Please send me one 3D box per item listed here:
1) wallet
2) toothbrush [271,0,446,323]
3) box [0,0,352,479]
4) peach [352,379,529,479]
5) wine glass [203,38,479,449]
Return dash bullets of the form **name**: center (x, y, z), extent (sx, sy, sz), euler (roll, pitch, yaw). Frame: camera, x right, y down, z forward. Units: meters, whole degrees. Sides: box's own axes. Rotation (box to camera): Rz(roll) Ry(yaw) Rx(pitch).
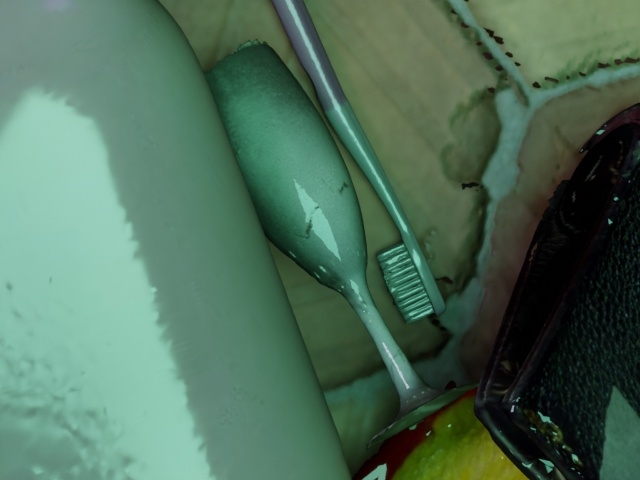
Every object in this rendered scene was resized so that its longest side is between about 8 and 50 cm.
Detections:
- **wallet**: center (0.184, 0.076, 0.832), extent (0.071, 0.262, 0.221), euler (-32, 106, 36)
- **toothbrush**: center (-0.003, -0.087, 0.875), extent (0.025, 0.020, 0.286), euler (-24, 99, -1)
- **box**: center (-0.154, 0.064, 0.790), extent (0.288, 0.141, 0.349), euler (-20, 97, -1)
- **peach**: center (0.086, 0.184, 0.831), extent (0.196, 0.190, 0.226), euler (-18, 97, -1)
- **wine glass**: center (0.000, 0.000, 0.833), extent (0.066, 0.066, 0.198), euler (-29, 77, -7)
